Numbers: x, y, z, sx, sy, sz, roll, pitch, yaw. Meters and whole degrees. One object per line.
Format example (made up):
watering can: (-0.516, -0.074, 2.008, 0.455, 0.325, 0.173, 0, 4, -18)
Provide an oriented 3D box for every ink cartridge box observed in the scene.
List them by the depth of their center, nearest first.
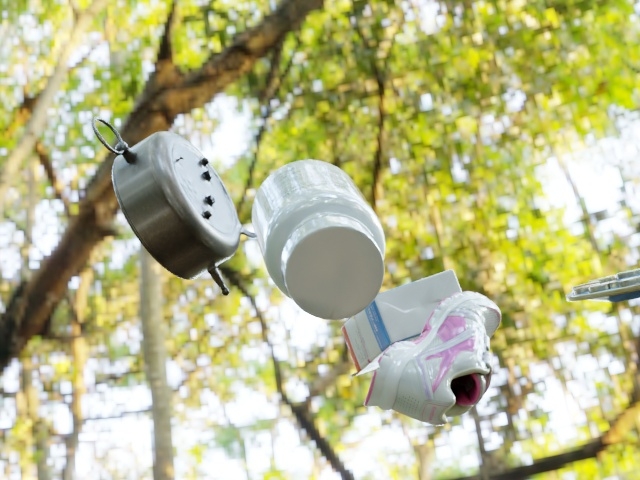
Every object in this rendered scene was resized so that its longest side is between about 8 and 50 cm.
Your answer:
ink cartridge box: (0.117, 0.126, 2.051, 0.134, 0.078, 0.231, -18, -12, -19)

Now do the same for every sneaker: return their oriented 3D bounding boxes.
sneaker: (0.160, 0.153, 1.681, 0.252, 0.111, 0.103, -37, -31, -45)

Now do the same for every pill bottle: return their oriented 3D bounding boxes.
pill bottle: (0.000, 0.000, 1.495, 0.131, 0.229, 0.131, -2, -73, -7)

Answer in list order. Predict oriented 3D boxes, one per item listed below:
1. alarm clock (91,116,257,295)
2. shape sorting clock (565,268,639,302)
alarm clock: (-0.135, -0.045, 1.223, 0.064, 0.129, 0.192, -33, -53, 19)
shape sorting clock: (0.396, 0.043, 1.670, 0.206, 0.040, 0.206, -10, -1, 0)
